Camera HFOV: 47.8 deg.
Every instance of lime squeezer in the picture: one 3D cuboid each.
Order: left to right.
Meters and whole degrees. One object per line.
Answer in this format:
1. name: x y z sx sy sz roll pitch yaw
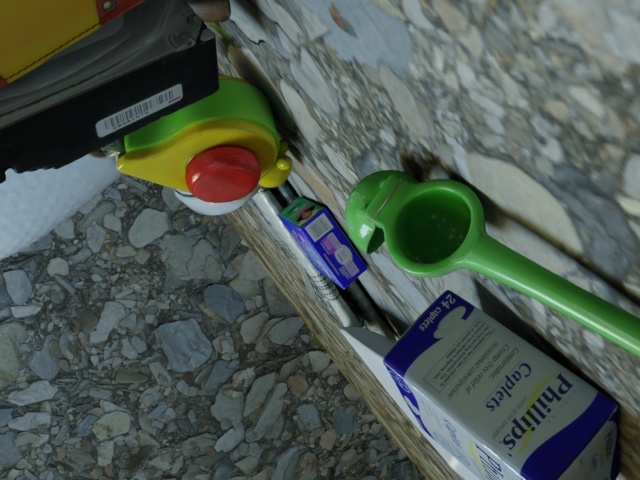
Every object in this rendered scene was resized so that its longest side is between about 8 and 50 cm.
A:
1. lime squeezer: 0.069 0.008 0.424 0.110 0.058 0.310 54 171 -14

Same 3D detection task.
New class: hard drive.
1. hard drive: -0.263 -0.185 0.531 0.339 0.236 0.064 49 156 24

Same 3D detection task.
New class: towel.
1. towel: -0.037 0.011 1.063 0.324 0.056 0.312 54 172 -19

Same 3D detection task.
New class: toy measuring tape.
1. toy measuring tape: -0.138 -0.109 0.628 0.330 0.121 0.121 17 -159 -46

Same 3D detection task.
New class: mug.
1. mug: -0.548 -0.146 1.113 0.276 0.328 0.374 38 166 52

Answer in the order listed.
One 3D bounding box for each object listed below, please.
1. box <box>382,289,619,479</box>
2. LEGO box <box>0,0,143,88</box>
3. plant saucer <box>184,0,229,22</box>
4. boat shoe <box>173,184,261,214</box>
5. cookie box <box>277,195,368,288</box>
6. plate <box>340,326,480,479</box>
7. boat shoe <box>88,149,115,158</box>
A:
1. box: 0.126 0.122 0.497 0.137 0.072 0.126 36 165 38
2. LEGO box: -0.292 -0.343 0.281 0.372 0.193 0.500 49 168 24
3. plant saucer: -0.146 -0.251 0.571 0.199 0.036 0.198 51 172 11
4. boat shoe: -0.170 -0.140 0.894 0.119 0.121 0.335 52 176 -37
5. cookie box: 0.000 0.000 0.845 0.092 0.040 0.107 54 172 -19
6. plate: 0.158 0.217 0.848 0.278 0.045 0.277 51 171 -15
7. boat shoe: -0.258 -0.162 0.851 0.302 0.109 0.098 165 98 -72
